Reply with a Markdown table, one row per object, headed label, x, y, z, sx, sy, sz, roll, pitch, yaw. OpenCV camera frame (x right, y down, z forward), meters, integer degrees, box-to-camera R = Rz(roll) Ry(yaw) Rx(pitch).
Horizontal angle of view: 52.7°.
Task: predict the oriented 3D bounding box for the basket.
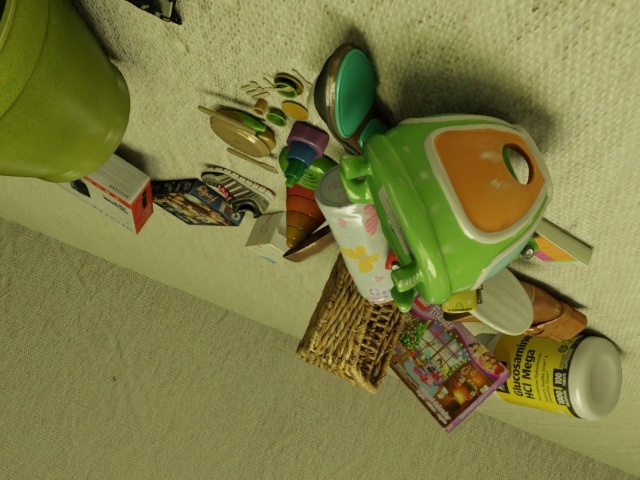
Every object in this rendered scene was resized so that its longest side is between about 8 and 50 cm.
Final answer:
| label | x | y | z | sx | sy | sz | roll | pitch | yaw |
| --- | --- | --- | --- | --- | --- | --- | --- | --- | --- |
| basket | 0.108 | 0.169 | 1.460 | 0.223 | 0.299 | 0.213 | 26 | 161 | -3 |

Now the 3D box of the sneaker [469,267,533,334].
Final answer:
| label | x | y | z | sx | sy | sz | roll | pitch | yaw |
| --- | --- | --- | --- | --- | --- | --- | --- | --- | --- |
| sneaker | 0.279 | 0.083 | 1.274 | 0.292 | 0.108 | 0.169 | 41 | 169 | 14 |

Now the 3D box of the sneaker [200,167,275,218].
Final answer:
| label | x | y | z | sx | sy | sz | roll | pitch | yaw |
| --- | --- | --- | --- | --- | --- | --- | --- | --- | --- |
| sneaker | -0.188 | -0.100 | 1.401 | 0.170 | 0.074 | 0.063 | 24 | 163 | -3 |

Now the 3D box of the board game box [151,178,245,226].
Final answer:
| label | x | y | z | sx | sy | sz | roll | pitch | yaw |
| --- | --- | --- | --- | --- | --- | --- | --- | --- | --- |
| board game box | -0.326 | -0.094 | 1.644 | 0.243 | 0.042 | 0.165 | 2 | 154 | 48 |

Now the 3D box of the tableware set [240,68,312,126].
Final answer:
| label | x | y | z | sx | sy | sz | roll | pitch | yaw |
| --- | --- | --- | --- | --- | --- | --- | --- | --- | --- |
| tableware set | -0.054 | -0.211 | 0.997 | 0.104 | 0.024 | 0.154 | 35 | 159 | -34 |

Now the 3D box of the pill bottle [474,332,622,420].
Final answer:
| label | x | y | z | sx | sy | sz | roll | pitch | yaw |
| --- | --- | --- | --- | --- | --- | --- | --- | --- | --- |
| pill bottle | 0.520 | 0.308 | 1.548 | 0.188 | 0.188 | 0.334 | 34 | 159 | -32 |

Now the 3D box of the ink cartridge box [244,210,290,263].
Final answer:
| label | x | y | z | sx | sy | sz | roll | pitch | yaw |
| --- | --- | --- | --- | --- | --- | --- | --- | --- | --- |
| ink cartridge box | -0.096 | -0.006 | 1.542 | 0.092 | 0.090 | 0.143 | 32 | 159 | -29 |

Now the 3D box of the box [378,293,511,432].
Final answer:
| label | x | y | z | sx | sy | sz | roll | pitch | yaw |
| --- | --- | --- | --- | --- | --- | --- | --- | --- | --- |
| box | 0.278 | 0.281 | 1.551 | 0.293 | 0.201 | 0.057 | 47 | 178 | 34 |

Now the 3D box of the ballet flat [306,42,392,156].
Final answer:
| label | x | y | z | sx | sy | sz | roll | pitch | yaw |
| --- | --- | --- | --- | --- | --- | --- | --- | --- | --- |
| ballet flat | 0.035 | -0.173 | 0.895 | 0.096 | 0.095 | 0.280 | 27 | 167 | 29 |

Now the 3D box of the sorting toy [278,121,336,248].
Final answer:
| label | x | y | z | sx | sy | sz | roll | pitch | yaw |
| --- | --- | --- | --- | --- | --- | --- | --- | --- | --- |
| sorting toy | -0.037 | -0.078 | 1.199 | 0.127 | 0.126 | 0.365 | 21 | 163 | 7 |

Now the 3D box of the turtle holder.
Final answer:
| label | x | y | z | sx | sy | sz | roll | pitch | yaw |
| --- | --- | --- | --- | --- | --- | --- | --- | --- | --- |
| turtle holder | 0.173 | -0.035 | 0.866 | 0.227 | 0.243 | 0.320 | -24 | 147 | 1 |

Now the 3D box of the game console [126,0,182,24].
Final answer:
| label | x | y | z | sx | sy | sz | roll | pitch | yaw |
| --- | --- | --- | --- | --- | --- | --- | --- | --- | --- |
| game console | -0.239 | -0.343 | 0.854 | 0.122 | 0.071 | 0.107 | 23 | 133 | -5 |

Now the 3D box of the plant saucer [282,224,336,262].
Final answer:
| label | x | y | z | sx | sy | sz | roll | pitch | yaw |
| --- | --- | --- | --- | --- | --- | --- | --- | --- | --- |
| plant saucer | 0.000 | 0.000 | 1.329 | 0.029 | 0.168 | 0.168 | 58 | 155 | -6 |

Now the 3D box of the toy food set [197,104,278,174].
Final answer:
| label | x | y | z | sx | sy | sz | roll | pitch | yaw |
| --- | --- | --- | --- | --- | --- | --- | --- | --- | --- |
| toy food set | -0.136 | -0.190 | 1.153 | 0.132 | 0.038 | 0.192 | 26 | 169 | 14 |

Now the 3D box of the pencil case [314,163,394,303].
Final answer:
| label | x | y | z | sx | sy | sz | roll | pitch | yaw |
| --- | --- | --- | --- | --- | --- | --- | --- | --- | --- |
| pencil case | 0.083 | -0.012 | 1.143 | 0.113 | 0.124 | 0.273 | -4 | 134 | 23 |

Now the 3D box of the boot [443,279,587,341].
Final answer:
| label | x | y | z | sx | sy | sz | roll | pitch | yaw |
| --- | --- | --- | --- | --- | --- | --- | --- | --- | --- |
| boot | 0.413 | 0.154 | 1.405 | 0.220 | 0.109 | 0.283 | 22 | 156 | -12 |

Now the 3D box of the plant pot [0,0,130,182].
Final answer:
| label | x | y | z | sx | sy | sz | roll | pitch | yaw |
| --- | --- | --- | --- | --- | --- | --- | --- | --- | --- |
| plant pot | -0.474 | -0.245 | 0.952 | 0.366 | 0.366 | 0.353 | 16 | 173 | 20 |

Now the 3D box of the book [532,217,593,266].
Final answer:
| label | x | y | z | sx | sy | sz | roll | pitch | yaw |
| --- | --- | --- | --- | --- | --- | --- | --- | --- | --- |
| book | 0.369 | 0.000 | 1.089 | 0.144 | 0.035 | 0.096 | 29 | 163 | -15 |

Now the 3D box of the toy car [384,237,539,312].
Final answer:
| label | x | y | z | sx | sy | sz | roll | pitch | yaw |
| --- | --- | --- | --- | --- | --- | --- | --- | --- | --- |
| toy car | 0.240 | 0.022 | 1.023 | 0.239 | 0.225 | 0.053 | -140 | 34 | -64 |

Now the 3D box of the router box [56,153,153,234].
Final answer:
| label | x | y | z | sx | sy | sz | roll | pitch | yaw |
| --- | --- | --- | --- | --- | --- | --- | --- | --- | --- |
| router box | -0.576 | -0.167 | 1.590 | 0.335 | 0.082 | 0.301 | 33 | 162 | -3 |
